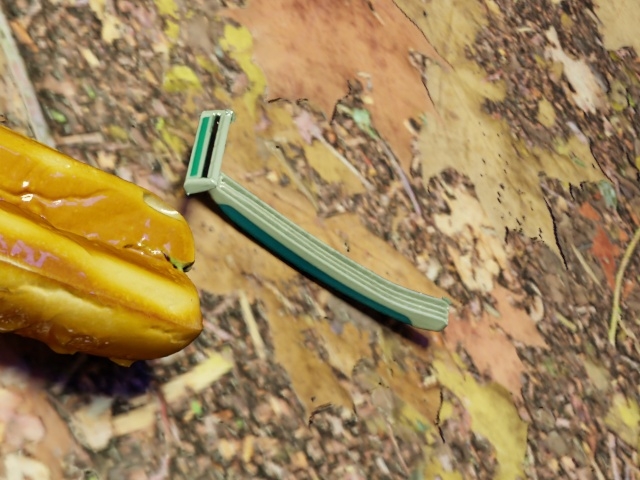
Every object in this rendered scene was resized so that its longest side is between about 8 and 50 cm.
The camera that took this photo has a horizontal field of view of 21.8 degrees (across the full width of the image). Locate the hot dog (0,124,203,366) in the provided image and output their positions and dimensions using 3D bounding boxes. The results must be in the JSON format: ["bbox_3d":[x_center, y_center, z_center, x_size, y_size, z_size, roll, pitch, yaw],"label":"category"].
[{"bbox_3d":[-0.173,-0.017,0.781,0.269,0.072,0.115,25,46,-28],"label":"hot dog"}]

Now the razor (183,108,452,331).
[{"bbox_3d":[-0.003,0.002,0.966,0.191,0.037,0.068,36,37,-23],"label":"razor"}]
